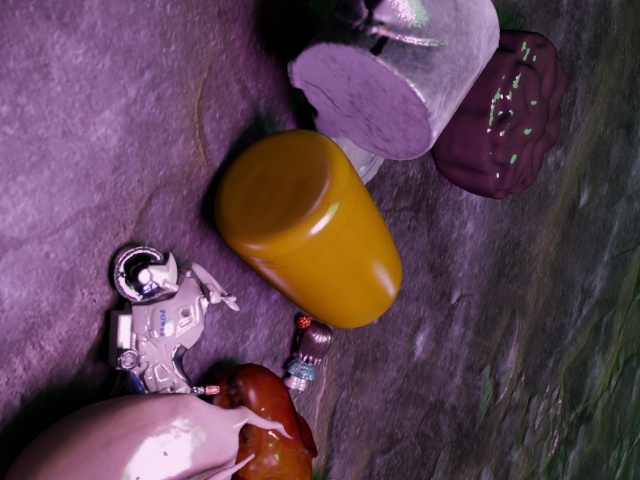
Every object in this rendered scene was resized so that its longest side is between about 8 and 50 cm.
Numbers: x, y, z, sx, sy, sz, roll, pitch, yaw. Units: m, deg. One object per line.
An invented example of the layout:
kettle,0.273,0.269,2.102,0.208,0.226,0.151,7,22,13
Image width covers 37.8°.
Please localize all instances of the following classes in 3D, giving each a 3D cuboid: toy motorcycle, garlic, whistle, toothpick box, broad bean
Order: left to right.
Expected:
garlic,-0.188,0.301,0.930,0.340,0.231,0.246,-41,123,3
toy motorcycle,-0.168,0.116,1.063,0.150,0.102,0.221,1,99,-32
broad bean,-0.076,0.256,1.206,0.122,0.156,0.228,-19,135,-1
toothpick box,0.000,0.000,1.176,0.175,0.175,0.271,-62,145,-17
whistle,0.064,-0.196,1.149,0.188,0.405,0.168,37,66,-6

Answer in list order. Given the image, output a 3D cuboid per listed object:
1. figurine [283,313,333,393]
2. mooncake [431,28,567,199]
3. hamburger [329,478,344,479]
figurine,-0.022,0.159,1.307,0.060,0.047,0.106,23,90,-17
mooncake,0.304,-0.206,1.532,0.283,0.141,0.283,-25,124,-46
hamburger,-0.050,0.458,1.274,0.309,0.132,0.211,-4,120,-51
